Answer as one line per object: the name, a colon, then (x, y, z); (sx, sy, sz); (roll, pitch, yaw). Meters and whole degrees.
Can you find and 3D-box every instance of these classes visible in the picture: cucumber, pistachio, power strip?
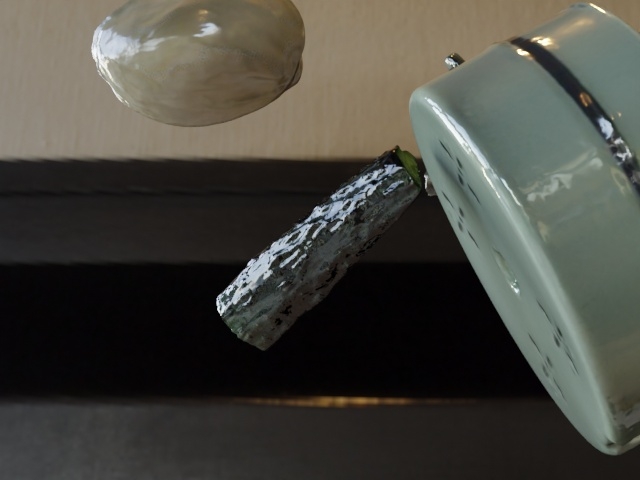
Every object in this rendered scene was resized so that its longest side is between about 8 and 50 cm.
cucumber: (-0.002, -0.002, 1.100); (0.062, 0.078, 0.211); (35, -64, -15)
pistachio: (-0.182, -0.276, 1.916); (0.332, 0.226, 0.208); (-8, -6, 15)
power strip: (0.212, -0.020, 1.051); (0.161, 0.357, 0.357); (-28, -30, -2)

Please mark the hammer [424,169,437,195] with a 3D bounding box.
hammer: (0.260, -0.041, 1.439); (0.297, 0.125, 0.027); (9, -15, 11)
